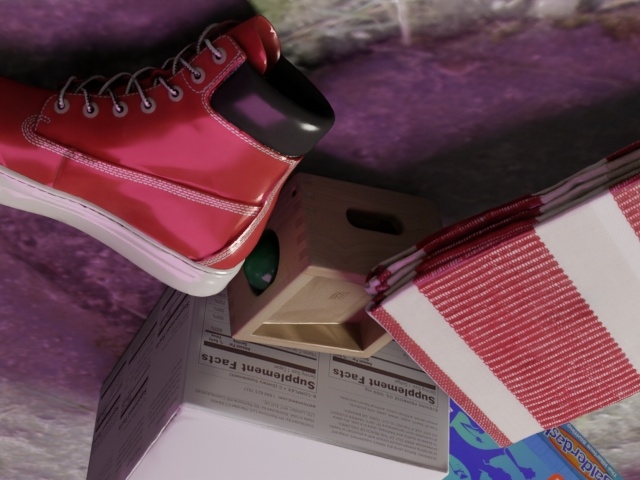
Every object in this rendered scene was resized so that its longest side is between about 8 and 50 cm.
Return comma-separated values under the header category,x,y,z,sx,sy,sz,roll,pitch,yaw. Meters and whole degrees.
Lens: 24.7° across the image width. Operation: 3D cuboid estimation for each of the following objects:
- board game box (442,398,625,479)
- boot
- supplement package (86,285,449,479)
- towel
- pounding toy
category,x,y,z,sx,sy,sz,roll,pitch,yaw
board game box,0.153,0.207,1.158,0.210,0.047,0.160,46,127,5
boot,-0.122,-0.090,0.869,0.244,0.088,0.176,27,122,-12
supplement package,-0.047,0.144,1.126,0.204,0.145,0.262,17,144,-17
towel,0.217,0.018,0.942,0.329,0.037,0.237,-26,139,16
pounding toy,0.000,0.000,0.975,0.141,0.100,0.130,11,147,-28
